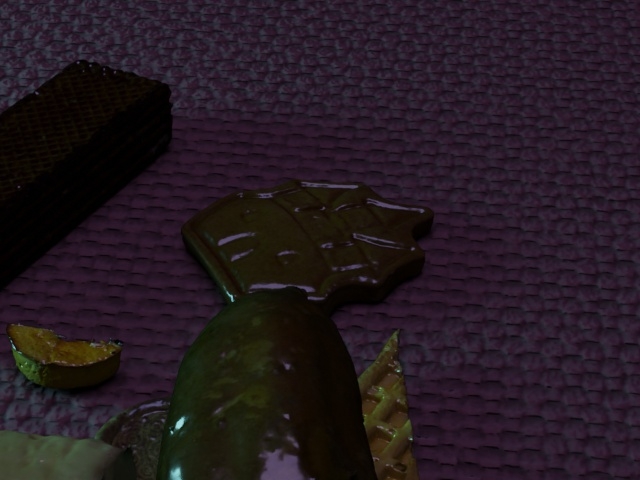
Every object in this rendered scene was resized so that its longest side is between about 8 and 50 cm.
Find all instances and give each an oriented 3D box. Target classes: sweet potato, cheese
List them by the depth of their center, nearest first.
[{"bbox_3d":[-0.040,0.151,1.272,0.158,0.158,0.369,-2,46,-5],"label":"sweet potato"},{"bbox_3d":[-0.217,0.187,1.292,0.167,0.094,0.123,4,44,12],"label":"cheese"}]

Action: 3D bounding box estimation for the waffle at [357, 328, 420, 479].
[{"bbox_3d":[0.066,0.140,1.414,0.125,0.032,0.191,18,39,26],"label":"waffle"}]

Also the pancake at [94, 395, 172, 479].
[{"bbox_3d":[-0.116,0.155,1.411,0.115,0.011,0.115,1,36,-1],"label":"pancake"}]

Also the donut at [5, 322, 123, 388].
[{"bbox_3d":[-0.200,0.091,1.478,0.083,0.038,0.067,-9,33,-22],"label":"donut"}]

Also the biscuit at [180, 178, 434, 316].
[{"bbox_3d":[0.000,-0.002,1.621,0.215,0.034,0.182,-14,38,-21],"label":"biscuit"}]

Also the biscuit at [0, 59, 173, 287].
[{"bbox_3d":[-0.274,-0.040,1.637,0.107,0.073,0.388,17,37,24],"label":"biscuit"}]
